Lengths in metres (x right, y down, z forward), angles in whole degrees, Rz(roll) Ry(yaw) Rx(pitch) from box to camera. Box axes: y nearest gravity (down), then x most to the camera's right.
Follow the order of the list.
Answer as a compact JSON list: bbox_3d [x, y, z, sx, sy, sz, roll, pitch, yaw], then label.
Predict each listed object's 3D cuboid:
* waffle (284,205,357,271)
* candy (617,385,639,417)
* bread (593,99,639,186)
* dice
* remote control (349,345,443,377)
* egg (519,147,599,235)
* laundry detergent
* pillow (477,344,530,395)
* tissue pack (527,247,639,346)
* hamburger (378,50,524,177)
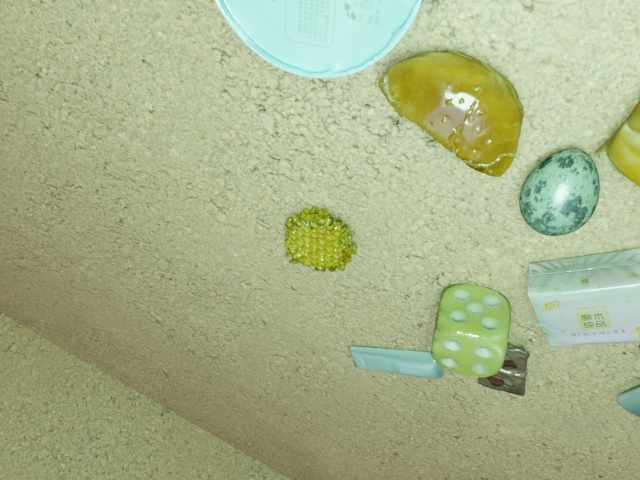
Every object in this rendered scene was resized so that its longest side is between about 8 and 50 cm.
[{"bbox_3d":[0.000,0.000,1.232,0.197,0.070,0.193,4,132,19],"label":"waffle"},{"bbox_3d":[0.866,0.402,1.188,0.138,0.071,0.174,27,136,0],"label":"candy"},{"bbox_3d":[0.616,-0.138,0.691,0.316,0.211,0.270,27,137,6],"label":"bread"},{"bbox_3d":[0.375,0.223,1.185,0.169,0.169,0.166,10,133,16],"label":"dice"},{"bbox_3d":[0.236,0.389,1.495,0.293,0.051,0.103,1,131,26],"label":"remote control"},{"bbox_3d":[0.448,-0.089,0.885,0.132,0.132,0.172,14,124,13],"label":"egg"},{"bbox_3d":[0.035,-0.419,0.645,0.287,0.305,0.287,14,135,14],"label":"laundry detergent"},{"bbox_3d":[0.514,0.359,1.336,0.135,0.049,0.248,4,136,24],"label":"pillow"},{"bbox_3d":[0.592,0.133,1.029,0.225,0.124,0.185,-12,122,33],"label":"tissue pack"},{"bbox_3d":[0.244,-0.241,0.831,0.283,0.144,0.156,34,136,-4],"label":"hamburger"}]
